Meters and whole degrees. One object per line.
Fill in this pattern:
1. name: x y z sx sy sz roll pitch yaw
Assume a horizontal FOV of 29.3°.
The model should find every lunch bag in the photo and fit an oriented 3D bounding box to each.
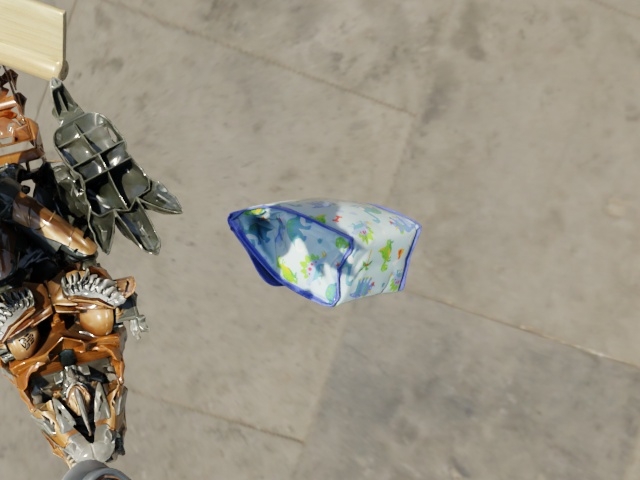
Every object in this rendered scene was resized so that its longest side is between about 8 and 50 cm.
1. lunch bag: 0.000 0.000 1.228 0.129 0.151 0.096 -9 121 -54

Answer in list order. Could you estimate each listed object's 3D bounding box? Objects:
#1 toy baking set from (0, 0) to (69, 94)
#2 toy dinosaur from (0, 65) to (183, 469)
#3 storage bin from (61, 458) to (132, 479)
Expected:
1. toy baking set: -0.233 -0.209 0.746 0.256 0.030 0.197 41 122 1
2. toy dinosaur: -0.202 -0.005 0.816 0.164 0.218 0.322 -37 87 -15
3. storage bin: -0.055 0.166 0.541 0.135 0.091 0.098 53 45 -44
